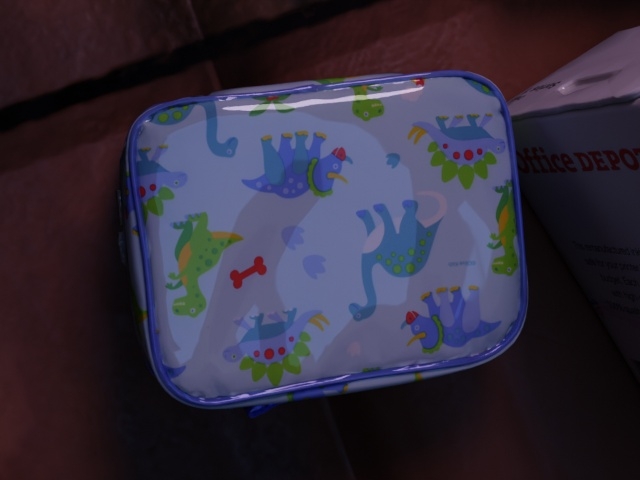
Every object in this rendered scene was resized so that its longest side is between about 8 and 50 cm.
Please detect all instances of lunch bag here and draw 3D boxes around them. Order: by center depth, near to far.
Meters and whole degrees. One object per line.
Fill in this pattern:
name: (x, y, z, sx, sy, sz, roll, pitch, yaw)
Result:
lunch bag: (0.000, 0.000, 0.609, 0.219, 0.090, 0.176, -8, 94, -13)

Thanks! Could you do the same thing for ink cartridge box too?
ink cartridge box: (0.237, 0.014, 0.610, 0.117, 0.201, 0.278, -35, 100, -10)
